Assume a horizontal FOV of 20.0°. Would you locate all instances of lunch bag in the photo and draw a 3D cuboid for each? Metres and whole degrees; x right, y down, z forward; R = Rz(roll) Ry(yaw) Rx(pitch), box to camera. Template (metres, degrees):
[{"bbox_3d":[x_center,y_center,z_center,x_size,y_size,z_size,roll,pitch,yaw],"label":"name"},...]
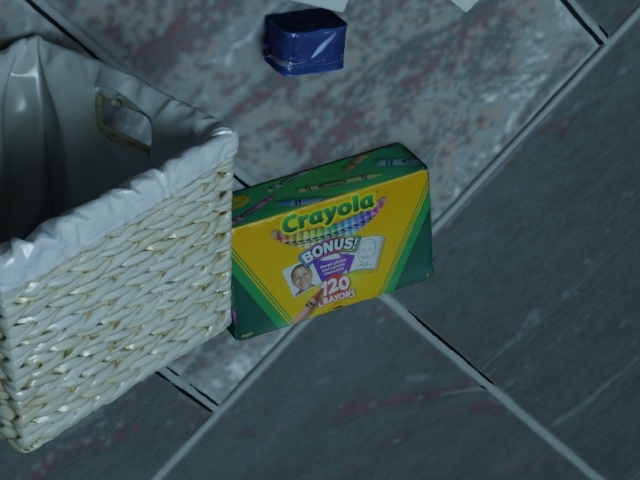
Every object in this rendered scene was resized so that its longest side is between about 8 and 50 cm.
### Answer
[{"bbox_3d":[-0.021,-0.227,2.125,0.098,0.067,0.065,-10,121,-22],"label":"lunch bag"}]

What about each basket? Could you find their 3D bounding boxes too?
[{"bbox_3d":[-0.303,-0.001,1.889,0.331,0.328,0.266,-32,135,-39],"label":"basket"}]

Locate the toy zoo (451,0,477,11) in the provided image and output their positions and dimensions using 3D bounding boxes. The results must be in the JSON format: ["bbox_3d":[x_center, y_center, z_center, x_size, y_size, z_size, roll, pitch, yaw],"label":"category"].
[{"bbox_3d":[0.193,-0.405,2.161,0.293,0.030,0.192,-43,129,0],"label":"toy zoo"}]

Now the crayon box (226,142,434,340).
[{"bbox_3d":[0.000,0.000,2.260,0.278,0.081,0.165,-18,125,-19],"label":"crayon box"}]

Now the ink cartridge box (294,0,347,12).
[{"bbox_3d":[-0.052,-0.356,2.018,0.212,0.093,0.154,9,112,-34],"label":"ink cartridge box"}]
